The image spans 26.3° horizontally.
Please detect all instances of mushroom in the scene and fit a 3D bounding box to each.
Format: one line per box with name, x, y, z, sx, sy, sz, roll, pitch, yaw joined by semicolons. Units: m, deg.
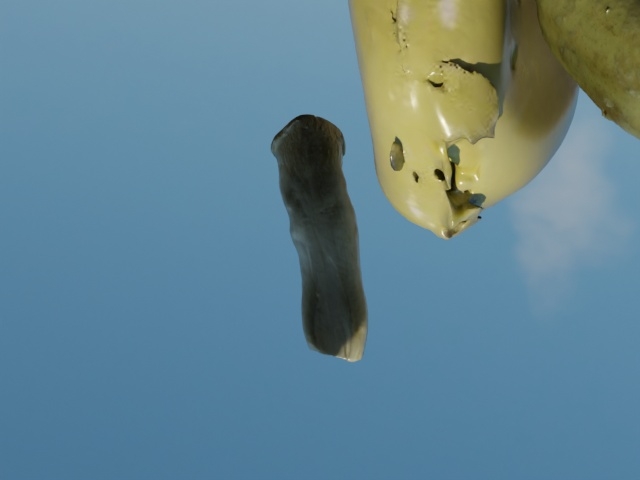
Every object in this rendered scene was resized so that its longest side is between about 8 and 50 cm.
mushroom;0.004;0.000;1.099;0.059;0.202;0.054;-12;169;7

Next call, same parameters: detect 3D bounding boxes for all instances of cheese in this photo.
cheese;0.085;-0.146;0.864;0.128;0.259;0.315;-10;-126;21

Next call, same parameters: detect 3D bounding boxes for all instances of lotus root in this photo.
lotus root;0.187;-0.100;0.755;0.090;0.077;0.183;9;-144;-36
